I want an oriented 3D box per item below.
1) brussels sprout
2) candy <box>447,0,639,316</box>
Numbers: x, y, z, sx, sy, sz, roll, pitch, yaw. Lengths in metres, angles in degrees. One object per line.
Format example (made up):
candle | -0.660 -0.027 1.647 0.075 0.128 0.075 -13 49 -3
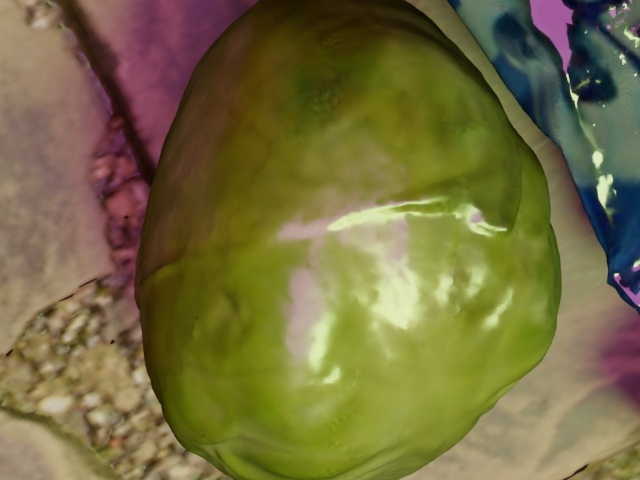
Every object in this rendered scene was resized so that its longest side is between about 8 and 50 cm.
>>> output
brussels sprout | 0.000 0.000 0.736 0.161 0.223 0.223 -4 105 -32
candy | 0.113 -0.137 0.762 0.187 0.077 0.331 -37 96 7
